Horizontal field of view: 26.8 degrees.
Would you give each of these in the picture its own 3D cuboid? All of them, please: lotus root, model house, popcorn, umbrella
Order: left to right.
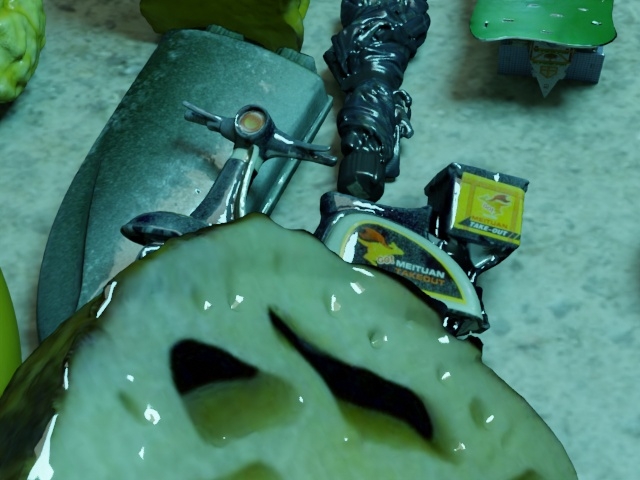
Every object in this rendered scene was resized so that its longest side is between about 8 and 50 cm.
[{"bbox_3d":[-0.307,-0.174,1.069,0.174,0.142,0.173,2,51,-3],"label":"popcorn"},{"bbox_3d":[0.002,0.170,0.713,0.375,0.111,0.390,-10,67,-39],"label":"lotus root"},{"bbox_3d":[0.039,-0.125,1.062,0.080,0.071,0.224,1,51,11],"label":"umbrella"},{"bbox_3d":[0.181,-0.182,1.091,0.117,0.088,0.167,4,50,6],"label":"model house"}]

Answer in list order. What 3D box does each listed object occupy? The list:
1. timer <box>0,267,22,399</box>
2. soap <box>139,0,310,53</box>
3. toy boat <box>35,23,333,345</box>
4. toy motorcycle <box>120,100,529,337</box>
[{"bbox_3d":[-0.369,0.081,0.762,0.387,0.376,0.376,-5,41,43],"label":"timer"},{"bbox_3d":[-0.053,-0.364,1.094,0.156,0.293,0.335,9,61,13],"label":"soap"},{"bbox_3d":[-0.111,-0.024,0.978,0.141,0.092,0.319,20,61,16],"label":"toy boat"},{"bbox_3d":[0.000,0.000,0.901,0.263,0.091,0.157,14,70,-11],"label":"toy motorcycle"}]
